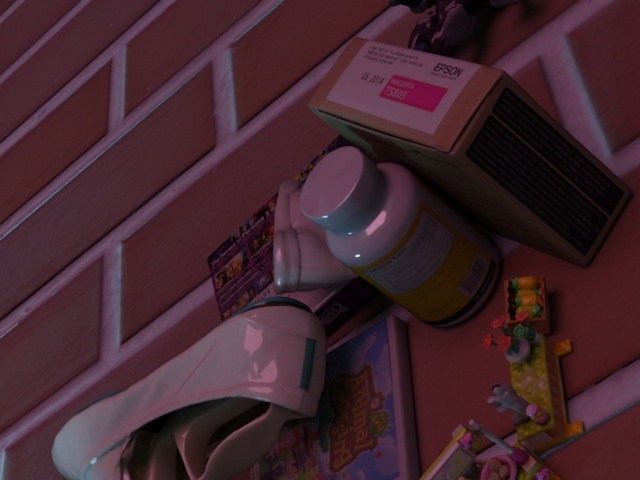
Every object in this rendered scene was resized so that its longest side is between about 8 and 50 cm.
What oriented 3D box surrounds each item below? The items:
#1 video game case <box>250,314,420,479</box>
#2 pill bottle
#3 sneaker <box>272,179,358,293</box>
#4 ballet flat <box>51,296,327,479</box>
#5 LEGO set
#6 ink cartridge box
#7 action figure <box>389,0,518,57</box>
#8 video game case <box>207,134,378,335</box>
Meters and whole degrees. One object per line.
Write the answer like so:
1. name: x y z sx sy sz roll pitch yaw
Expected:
1. video game case: 0.008 0.195 1.262 0.193 0.023 0.212 -33 38 28
2. pill bottle: 0.070 -0.006 1.219 0.103 0.184 0.103 -31 39 30
3. sneaker: 0.000 0.000 1.336 0.212 0.094 0.080 -93 4 -67
4. ballet flat: -0.143 0.194 1.337 0.400 0.139 0.139 -35 37 36
5. LEGO set: 0.128 0.141 1.087 0.132 0.107 0.287 7 66 53
6. ink cartridge box: 0.129 -0.083 1.209 0.088 0.193 0.234 -56 34 -4
7. action figure: 0.133 -0.233 1.432 0.185 0.099 0.285 -2 54 61
8. video game case: -0.016 0.017 1.434 0.232 0.042 0.210 -42 36 16
